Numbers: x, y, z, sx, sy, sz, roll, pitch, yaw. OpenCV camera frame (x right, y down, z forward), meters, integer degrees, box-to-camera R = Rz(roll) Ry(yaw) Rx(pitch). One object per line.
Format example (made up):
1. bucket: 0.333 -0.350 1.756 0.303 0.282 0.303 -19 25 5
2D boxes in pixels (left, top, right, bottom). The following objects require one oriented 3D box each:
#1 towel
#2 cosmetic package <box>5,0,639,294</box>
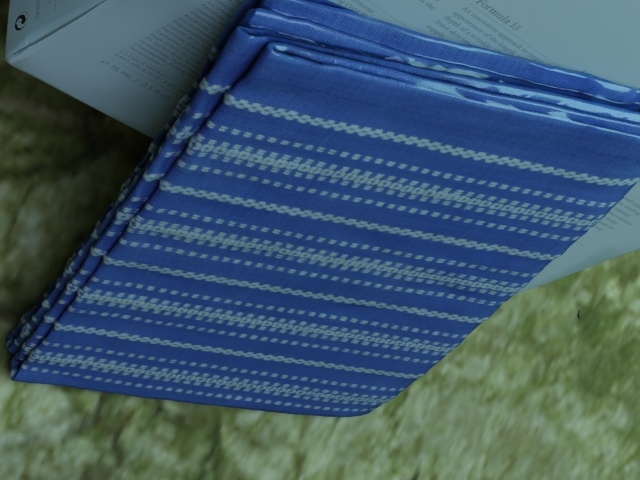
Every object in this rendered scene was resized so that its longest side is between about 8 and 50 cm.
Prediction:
1. towel: 0.000 0.000 0.903 0.243 0.336 0.040 10 56 -26
2. cosmetic package: 0.080 -0.103 0.873 0.377 0.284 0.097 27 54 -42
